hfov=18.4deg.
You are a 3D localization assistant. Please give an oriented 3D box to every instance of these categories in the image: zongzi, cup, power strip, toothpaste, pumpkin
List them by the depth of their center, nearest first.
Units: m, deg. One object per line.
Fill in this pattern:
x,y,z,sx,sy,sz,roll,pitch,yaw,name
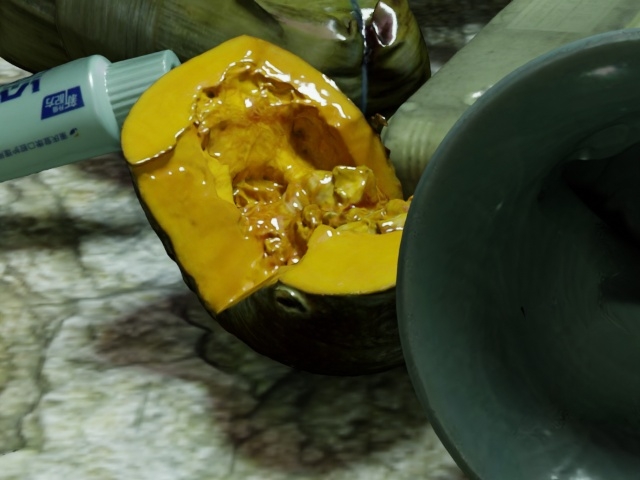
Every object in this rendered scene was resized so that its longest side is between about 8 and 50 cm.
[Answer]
0.145,0.011,0.753,0.199,0.199,0.150,6,13,20,cup
0.000,0.000,0.845,0.119,0.108,0.183,-28,42,-22,pumpkin
-0.207,-0.039,0.978,0.297,0.048,0.075,-15,25,13,toothpaste
0.157,-0.116,1.015,0.092,0.066,0.387,9,35,31,power strip
0.008,-0.138,1.088,0.300,0.138,0.286,-19,34,-41,zongzi
